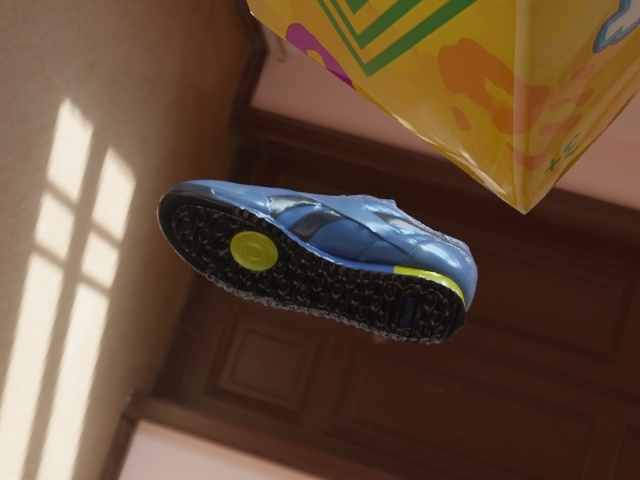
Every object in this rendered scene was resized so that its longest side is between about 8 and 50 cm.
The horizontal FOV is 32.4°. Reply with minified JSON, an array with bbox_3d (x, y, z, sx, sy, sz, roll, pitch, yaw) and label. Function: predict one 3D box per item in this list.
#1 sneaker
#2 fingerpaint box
[{"bbox_3d":[0.000,0.000,0.714,0.082,0.209,0.069,-74,-177,-49],"label":"sneaker"},{"bbox_3d":[0.148,-0.275,0.320,0.445,0.163,0.371,-46,158,-12],"label":"fingerpaint box"}]
